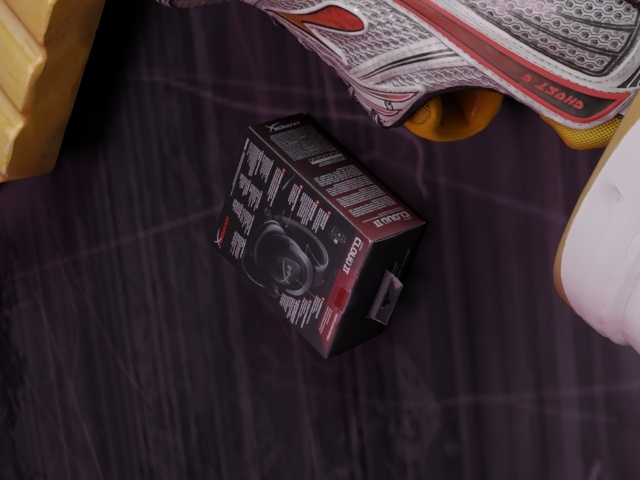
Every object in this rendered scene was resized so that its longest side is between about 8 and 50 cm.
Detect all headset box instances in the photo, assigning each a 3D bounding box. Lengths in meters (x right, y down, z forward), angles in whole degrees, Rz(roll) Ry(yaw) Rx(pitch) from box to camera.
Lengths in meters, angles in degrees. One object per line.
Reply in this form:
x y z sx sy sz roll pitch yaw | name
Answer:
0.000 0.000 0.625 0.083 0.032 0.062 42 132 28 | headset box

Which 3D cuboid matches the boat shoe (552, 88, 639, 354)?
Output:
0.147 -0.057 0.365 0.096 0.098 0.277 45 141 26 | boat shoe

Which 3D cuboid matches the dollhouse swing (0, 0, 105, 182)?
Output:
-0.275 -0.205 0.673 0.305 0.315 0.346 63 142 38 | dollhouse swing

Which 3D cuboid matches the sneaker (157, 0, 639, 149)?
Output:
0.017 -0.078 0.536 0.225 0.088 0.092 15 116 44 | sneaker
